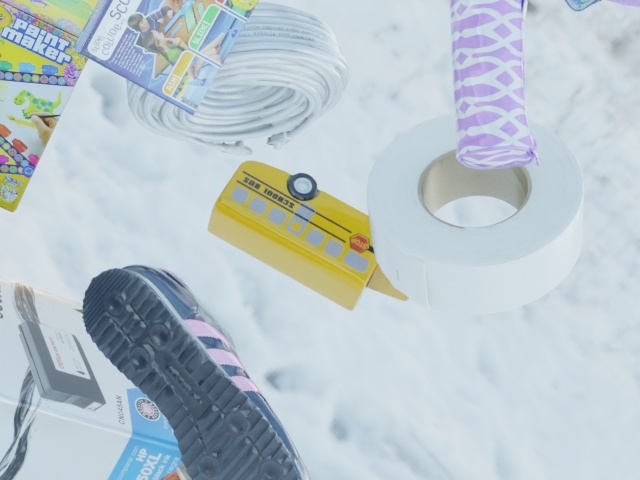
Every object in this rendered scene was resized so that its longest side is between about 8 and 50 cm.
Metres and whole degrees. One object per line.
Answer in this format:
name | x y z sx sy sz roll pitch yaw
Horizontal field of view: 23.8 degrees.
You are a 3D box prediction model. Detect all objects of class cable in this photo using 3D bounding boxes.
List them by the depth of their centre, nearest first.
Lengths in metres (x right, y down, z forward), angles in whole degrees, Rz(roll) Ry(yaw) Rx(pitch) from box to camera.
cable | -0.094 -0.188 1.741 0.257 0.257 0.089 8 67 -42

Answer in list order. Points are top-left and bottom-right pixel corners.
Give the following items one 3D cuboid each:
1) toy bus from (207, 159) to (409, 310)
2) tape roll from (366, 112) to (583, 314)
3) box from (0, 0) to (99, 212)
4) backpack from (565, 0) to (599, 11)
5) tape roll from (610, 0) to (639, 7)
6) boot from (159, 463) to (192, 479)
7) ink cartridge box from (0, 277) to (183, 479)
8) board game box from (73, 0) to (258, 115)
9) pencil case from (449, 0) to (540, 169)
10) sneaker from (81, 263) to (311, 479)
toy bus | 0.000 0.000 2.370 0.332 0.108 0.130 29 59 4
tape roll | 0.203 -0.039 1.992 0.100 0.286 0.286 81 -14 -48
box | -0.416 -0.247 2.053 0.177 0.279 0.290 25 27 -13
backpack | 0.294 -0.311 1.623 0.105 0.114 0.084 52 18 -13
tape roll | 0.266 -0.317 1.142 0.275 0.275 0.090 45 26 3
boot | -0.149 0.336 1.704 0.158 0.084 0.059 57 -11 26
ink cartridge box | -0.397 0.204 2.051 0.394 0.166 0.285 20 25 -25
board game box | -0.137 -0.244 1.503 0.136 0.201 0.035 28 8 -21
pencil case | 0.178 -0.175 1.556 0.086 0.088 0.206 39 50 -76
sneaker | -0.094 0.151 1.471 0.319 0.112 0.131 55 20 9
